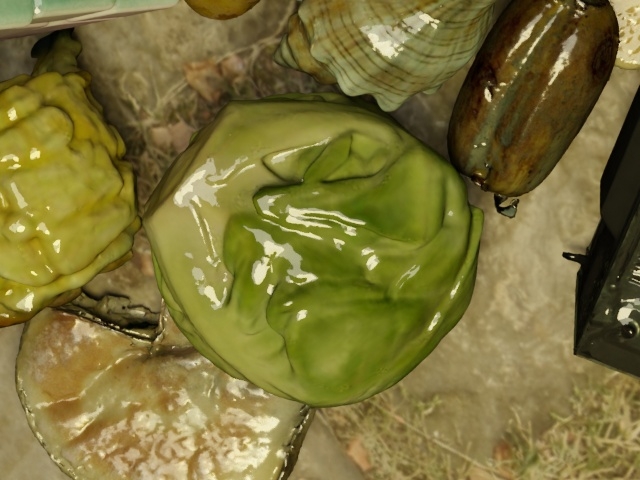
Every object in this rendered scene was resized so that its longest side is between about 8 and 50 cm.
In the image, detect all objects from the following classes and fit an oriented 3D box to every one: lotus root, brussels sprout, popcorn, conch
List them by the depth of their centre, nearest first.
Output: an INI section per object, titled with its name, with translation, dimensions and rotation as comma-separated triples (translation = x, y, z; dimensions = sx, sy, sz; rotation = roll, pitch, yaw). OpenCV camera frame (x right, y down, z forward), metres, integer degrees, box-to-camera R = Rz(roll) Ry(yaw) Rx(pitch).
[conch]
translation = 0.099, -0.245, 1.549
dimensions = 0.386, 0.169, 0.203
rotation = -25, 98, 27
[lotus root]
translation = 0.204, -0.148, 1.591
dimensions = 0.124, 0.123, 0.241
rotation = 30, 118, 6
[brussels sprout]
translation = 0.000, 0.000, 1.596
dimensions = 0.328, 0.247, 0.328
rotation = 2, 82, -17
[popcorn]
translation = -0.308, -0.042, 1.647
dimensions = 0.293, 0.293, 0.237
rotation = -27, 104, 13

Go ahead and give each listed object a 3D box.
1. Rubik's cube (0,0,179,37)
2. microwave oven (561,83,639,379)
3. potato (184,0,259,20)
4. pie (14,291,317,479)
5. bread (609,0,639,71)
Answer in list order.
[Rubik's cube]
translation = -0.364, -0.341, 1.538
dimensions = 0.318, 0.316, 0.322
rotation = -4, 100, 36
[microwave oven]
translation = 0.405, -0.032, 1.496
dimensions = 0.286, 0.218, 0.355
rotation = 21, 114, 1
[potato]
translation = -0.076, -0.392, 1.562
dimensions = 0.195, 0.176, 0.369
rotation = 7, 74, -27
[pie]
translation = -0.162, 0.156, 1.747
dimensions = 0.337, 0.075, 0.338
rotation = 2, 100, 8
[bread]
translation = 0.409, -0.254, 1.585
dimensions = 0.316, 0.054, 0.316
rotation = 1, 99, 9
